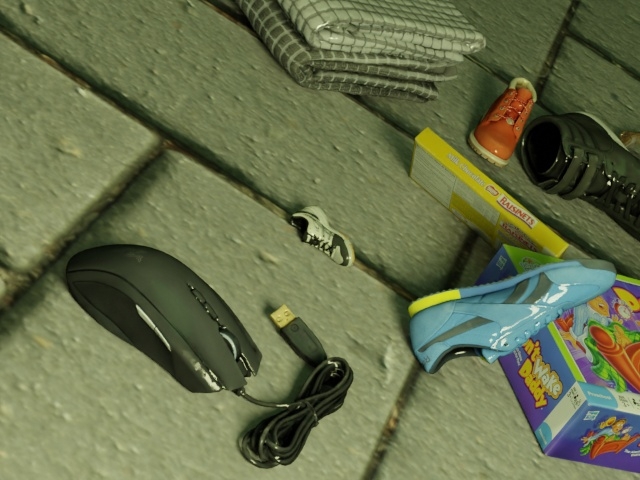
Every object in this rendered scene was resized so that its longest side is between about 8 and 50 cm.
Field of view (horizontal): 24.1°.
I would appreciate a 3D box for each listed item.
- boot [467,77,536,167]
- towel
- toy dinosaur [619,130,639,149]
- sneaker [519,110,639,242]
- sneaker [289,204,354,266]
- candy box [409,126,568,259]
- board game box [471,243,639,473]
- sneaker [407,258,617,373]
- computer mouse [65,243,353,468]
[{"bbox_3d":[0.235,-0.153,1.900,0.059,0.084,0.158,32,31,-6],"label":"boot"},{"bbox_3d":[0.031,-0.286,1.868,0.284,0.121,0.235,2,41,-40],"label":"towel"},{"bbox_3d":[0.526,-0.126,2.160,0.211,0.064,0.112,12,35,-33],"label":"toy dinosaur"},{"bbox_3d":[0.364,-0.061,1.877,0.147,0.104,0.296,-5,41,-45],"label":"sneaker"},{"bbox_3d":[0.000,0.000,1.508,0.037,0.032,0.083,-17,50,-37],"label":"sneaker"},{"bbox_3d":[0.184,-0.036,1.670,0.206,0.105,0.027,42,71,13],"label":"candy box"},{"bbox_3d":[0.346,0.141,1.579,0.347,0.078,0.233,14,35,-30],"label":"board game box"},{"bbox_3d":[0.190,0.077,1.448,0.069,0.209,0.082,69,6,-65],"label":"sneaker"},{"bbox_3d":[-0.081,0.068,1.294,0.262,0.060,0.184,41,31,12],"label":"computer mouse"}]
